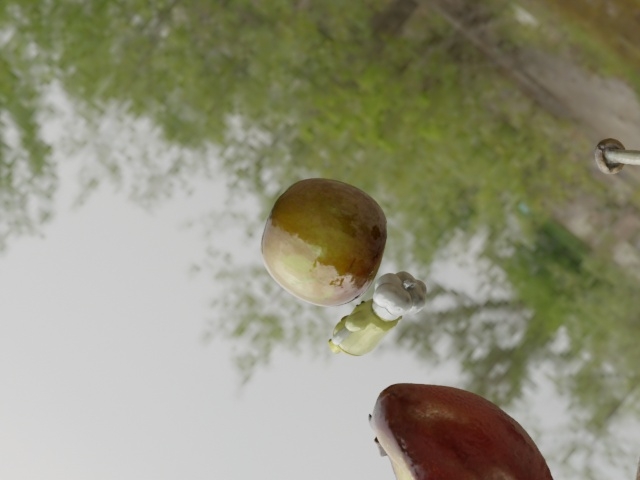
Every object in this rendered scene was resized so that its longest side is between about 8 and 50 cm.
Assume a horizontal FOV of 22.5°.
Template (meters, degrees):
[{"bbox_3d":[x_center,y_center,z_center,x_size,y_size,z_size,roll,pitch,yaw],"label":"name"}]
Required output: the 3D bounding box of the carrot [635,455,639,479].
[{"bbox_3d":[0.406,0.350,1.936,0.102,0.102,0.263,38,-140,-5],"label":"carrot"}]

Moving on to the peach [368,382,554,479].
[{"bbox_3d":[0.159,0.248,1.669,0.159,0.154,0.267,38,152,62],"label":"peach"}]

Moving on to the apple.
[{"bbox_3d":[0.002,-0.005,1.955,0.147,0.146,0.163,17,-149,-8],"label":"apple"}]

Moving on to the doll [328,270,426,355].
[{"bbox_3d":[0.077,0.099,2.146,0.106,0.162,0.062,-11,-116,-47],"label":"doll"}]

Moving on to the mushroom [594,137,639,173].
[{"bbox_3d":[0.420,-0.054,1.831,0.306,0.043,0.068,38,148,48],"label":"mushroom"}]
